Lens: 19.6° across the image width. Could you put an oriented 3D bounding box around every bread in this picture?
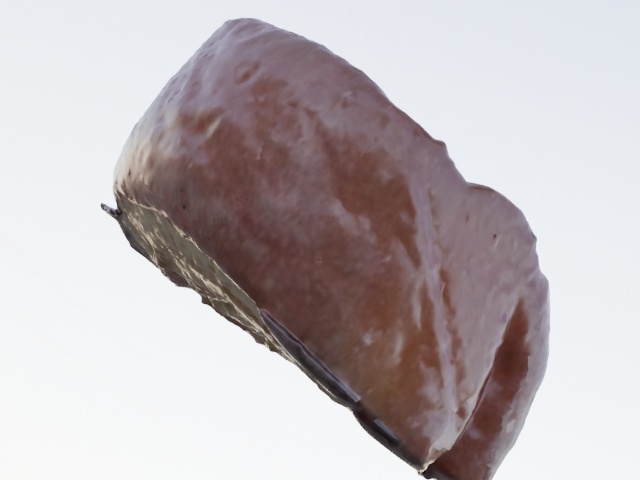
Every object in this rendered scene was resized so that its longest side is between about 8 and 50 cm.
[{"bbox_3d":[-0.007,-0.007,0.880,0.244,0.123,0.190,33,-11,44],"label":"bread"}]
